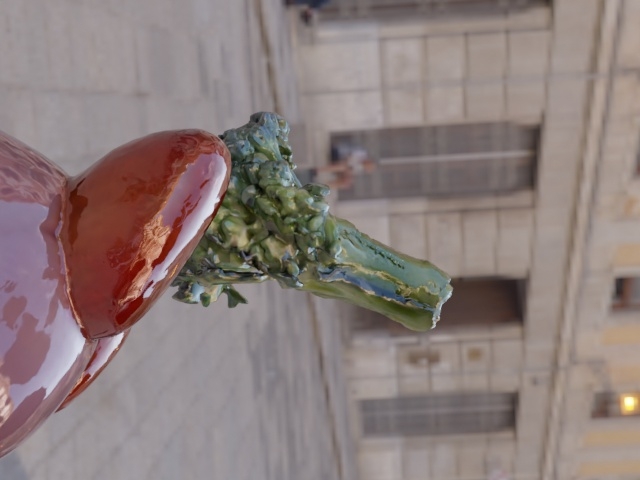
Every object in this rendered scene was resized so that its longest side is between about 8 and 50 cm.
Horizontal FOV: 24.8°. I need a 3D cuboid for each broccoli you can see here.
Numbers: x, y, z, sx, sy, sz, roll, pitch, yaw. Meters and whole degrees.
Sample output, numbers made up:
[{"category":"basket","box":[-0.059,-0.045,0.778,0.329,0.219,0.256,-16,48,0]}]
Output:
[{"category":"broccoli","box":[0.000,-0.008,1.275,0.198,0.274,0.177,116,-9,-67]}]

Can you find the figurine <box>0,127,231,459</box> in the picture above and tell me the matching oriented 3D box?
[{"category":"figurine","box":[-0.217,0.037,0.825,0.270,0.261,0.211,-45,-151,51]}]
